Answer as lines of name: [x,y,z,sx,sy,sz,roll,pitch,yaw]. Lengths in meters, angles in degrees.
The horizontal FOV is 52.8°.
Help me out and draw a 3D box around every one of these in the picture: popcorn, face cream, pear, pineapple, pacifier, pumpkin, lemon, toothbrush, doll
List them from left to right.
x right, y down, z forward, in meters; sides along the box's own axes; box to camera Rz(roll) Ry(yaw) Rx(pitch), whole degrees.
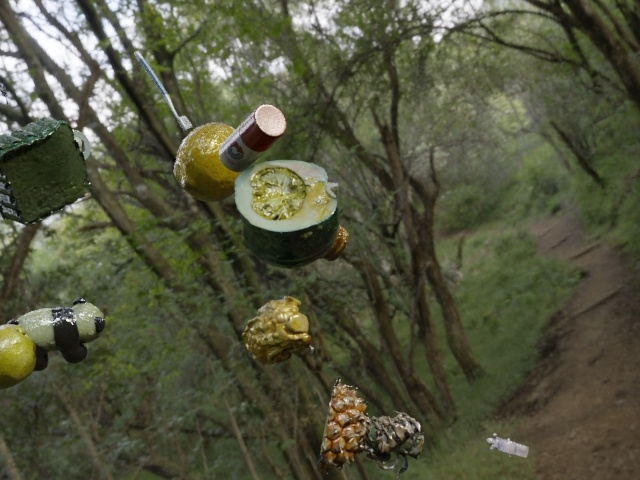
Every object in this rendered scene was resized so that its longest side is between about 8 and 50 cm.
pear: [-0.676,0.244,1.352,0.141,0.141,0.104,-25,-12,12]
doll: [-0.670,0.235,1.655,0.234,0.143,0.135,-7,-46,-25]
pacifier: [-0.808,-0.298,2.087,0.150,0.127,0.116,-2,0,-43]
toothbrush: [-0.407,-0.389,1.667,0.025,0.275,0.019,-28,-17,-24]
lemon: [-0.376,-0.266,2.231,0.258,0.258,0.310,-30,23,47]
face cream: [-0.179,-0.264,1.684,0.096,0.096,0.214,-19,-8,-37]
popcorn: [-0.113,0.226,1.634,0.140,0.163,0.194,4,-22,-38]
pumpkin: [-0.076,-0.053,1.665,0.263,0.293,0.197,-9,-46,-2]
pineapple: [0.145,0.528,1.742,0.272,0.262,0.262,12,-5,5]

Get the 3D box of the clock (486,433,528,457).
clock: [0.449,0.498,1.557,0.087,0.041,0.129,10,-12,33]

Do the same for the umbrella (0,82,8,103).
umbrella: [-0.737,-0.350,1.495,0.013,0.122,0.022,-12,-47,-30]

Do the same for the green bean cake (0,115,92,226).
green bean cake: [-0.787,-0.196,1.797,0.132,0.241,0.255,14,39,33]

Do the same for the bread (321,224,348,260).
bread: [0.000,0.000,1.959,0.172,0.103,0.132,17,-73,-56]
